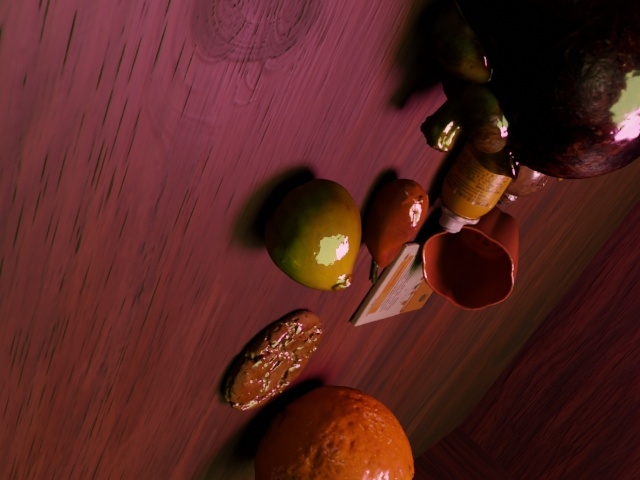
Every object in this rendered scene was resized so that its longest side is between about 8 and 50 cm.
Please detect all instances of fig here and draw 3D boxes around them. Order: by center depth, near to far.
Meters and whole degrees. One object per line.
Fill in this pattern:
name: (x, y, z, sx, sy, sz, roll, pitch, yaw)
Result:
fig: (-0.007, -0.008, 0.905, 0.136, 0.121, 0.153, -36, 130, -11)

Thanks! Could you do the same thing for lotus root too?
lotus root: (0.384, -0.155, 1.294, 0.120, 0.120, 0.209, -19, 142, -44)

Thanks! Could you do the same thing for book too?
book: (0.198, 0.083, 1.459, 0.295, 0.020, 0.207, -4, 132, -55)

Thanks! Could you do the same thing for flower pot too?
flower pot: (0.321, 0.020, 1.373, 0.173, 0.191, 0.190, -41, 159, -49)

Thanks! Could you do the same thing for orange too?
orange: (0.018, 0.464, 1.427, 0.341, 0.293, 0.340, -38, 171, -7)

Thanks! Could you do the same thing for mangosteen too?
mangosteen: (0.314, -0.231, 0.889, 0.330, 0.330, 0.330, -36, 153, -22)

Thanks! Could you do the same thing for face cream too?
face cream: (0.303, -0.158, 1.172, 0.105, 0.105, 0.348, -16, 141, -48)

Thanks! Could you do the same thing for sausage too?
sausage: (0.120, -0.031, 1.111, 0.089, 0.089, 0.179, -27, 152, -36)

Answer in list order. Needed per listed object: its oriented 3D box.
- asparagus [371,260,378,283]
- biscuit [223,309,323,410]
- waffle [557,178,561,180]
asparagus: (0.105, 0.046, 1.268, 0.015, 0.014, 0.114, -16, 147, -12)
biscuit: (-0.078, 0.217, 1.204, 0.226, 0.042, 0.226, -36, 152, -23)
waffle: (0.454, -0.180, 1.145, 0.249, 0.056, 0.253, -28, 156, -5)
